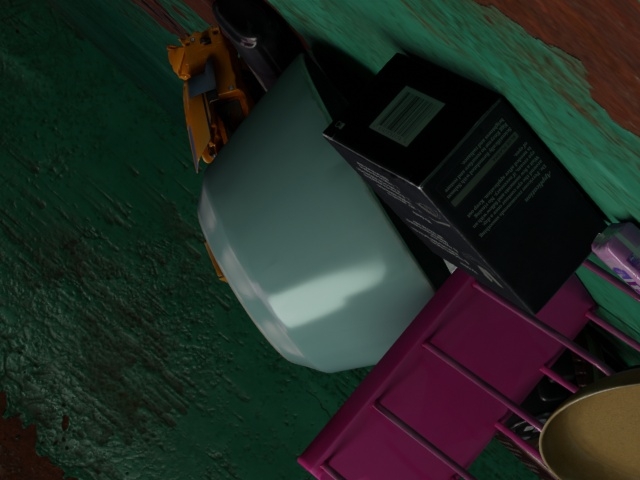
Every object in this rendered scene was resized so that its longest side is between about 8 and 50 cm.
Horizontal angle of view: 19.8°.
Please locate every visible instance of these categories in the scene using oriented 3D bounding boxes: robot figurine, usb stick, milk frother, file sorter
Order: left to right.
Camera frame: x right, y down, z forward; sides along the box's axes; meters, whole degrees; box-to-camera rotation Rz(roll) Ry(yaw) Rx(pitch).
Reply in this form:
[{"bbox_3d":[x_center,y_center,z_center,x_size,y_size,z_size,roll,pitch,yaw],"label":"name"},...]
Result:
[{"bbox_3d":[-0.080,-0.067,1.922,0.211,0.085,0.291,31,-135,-72],"label":"robot figurine"},{"bbox_3d":[-0.041,-0.167,1.812,0.077,0.045,0.278,39,175,22],"label":"usb stick"},{"bbox_3d":[0.170,0.160,1.570,0.182,0.291,0.202,36,173,38],"label":"file sorter"},{"bbox_3d":[0.242,0.111,1.791,0.129,0.143,0.135,-42,54,52],"label":"milk frother"}]

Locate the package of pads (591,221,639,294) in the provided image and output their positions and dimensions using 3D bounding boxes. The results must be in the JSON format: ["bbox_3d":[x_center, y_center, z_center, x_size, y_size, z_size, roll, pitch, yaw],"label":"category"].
[{"bbox_3d":[0.237,0.022,1.321,0.083,0.032,0.050,42,178,-4],"label":"package of pads"}]

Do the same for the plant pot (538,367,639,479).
[{"bbox_3d":[0.287,0.153,1.403,0.236,0.032,0.236,8,148,5],"label":"plant pot"}]

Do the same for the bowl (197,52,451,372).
[{"bbox_3d":[0.000,0.000,1.701,0.312,0.163,0.311,57,-173,-10],"label":"bowl"}]

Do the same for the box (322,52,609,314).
[{"bbox_3d":[0.109,-0.045,1.384,0.158,0.093,0.156,46,174,-32],"label":"box"}]

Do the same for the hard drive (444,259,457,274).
[{"bbox_3d":[0.139,0.028,1.867,0.135,0.094,0.022,42,-146,2],"label":"hard drive"}]

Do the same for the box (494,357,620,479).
[{"bbox_3d":[0.171,0.104,1.992,0.381,0.143,0.191,44,177,3],"label":"box"}]

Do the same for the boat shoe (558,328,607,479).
[{"bbox_3d":[0.278,0.181,1.870,0.072,0.190,0.068,-5,-172,-30],"label":"boat shoe"}]
